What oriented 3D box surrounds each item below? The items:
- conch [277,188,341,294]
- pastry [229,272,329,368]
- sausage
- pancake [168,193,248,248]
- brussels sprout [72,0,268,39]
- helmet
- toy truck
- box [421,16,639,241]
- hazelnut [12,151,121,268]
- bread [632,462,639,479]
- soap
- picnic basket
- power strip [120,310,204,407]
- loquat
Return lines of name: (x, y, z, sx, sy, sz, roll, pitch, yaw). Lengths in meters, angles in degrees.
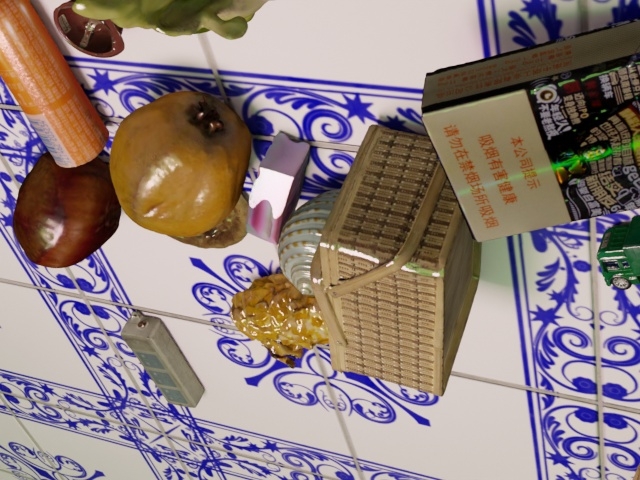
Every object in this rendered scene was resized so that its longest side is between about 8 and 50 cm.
conch: (-0.006, 0.001, 1.469, 0.102, 0.153, 0.135, 3, 156, -16)
pastry: (-0.032, 0.121, 1.704, 0.250, 0.102, 0.154, -11, 131, 39)
sausage: (-0.410, -0.247, 1.494, 0.093, 0.093, 0.312, 4, 139, 29)
pancake: (-0.208, -0.060, 1.653, 0.212, 0.029, 0.235, 29, 147, -5)
brussels sprout: (-0.172, -0.373, 1.012, 0.371, 0.314, 0.276, 19, 127, -33)
helmet: (-0.290, -0.291, 1.387, 0.111, 0.057, 0.089, 11, 139, 30)
toy truck: (0.417, 0.014, 1.307, 0.147, 0.065, 0.079, -9, 129, 40)
box: (0.284, -0.121, 1.136, 0.310, 0.084, 0.198, -12, 130, 21)
hazelnut: (-0.401, -0.050, 1.682, 0.178, 0.178, 0.204, 23, 114, 6)
bread: (0.545, 0.423, 1.620, 0.110, 0.209, 0.192, 20, 145, 3)
soap: (-0.062, -0.066, 1.487, 0.056, 0.100, 0.149, 23, 145, 7)
picnic basket: (0.105, 0.023, 1.385, 0.175, 0.228, 0.312, 13, 143, 15)
power strip: (-0.308, 0.244, 2.083, 0.078, 0.052, 0.272, 5, 140, 27)
loquat: (-0.190, -0.108, 1.458, 0.187, 0.176, 0.234, -1, 136, -32)
